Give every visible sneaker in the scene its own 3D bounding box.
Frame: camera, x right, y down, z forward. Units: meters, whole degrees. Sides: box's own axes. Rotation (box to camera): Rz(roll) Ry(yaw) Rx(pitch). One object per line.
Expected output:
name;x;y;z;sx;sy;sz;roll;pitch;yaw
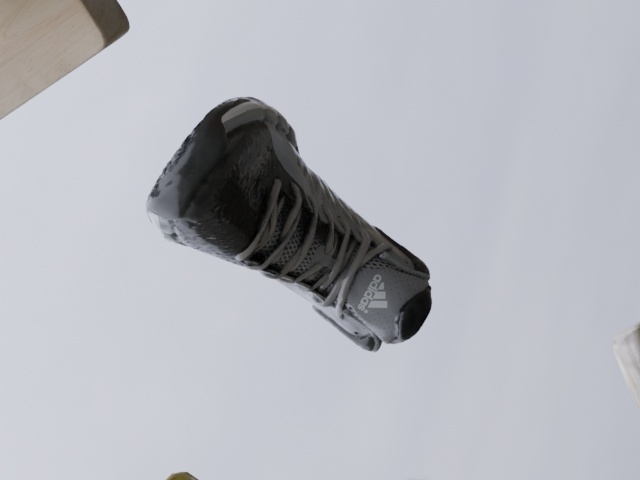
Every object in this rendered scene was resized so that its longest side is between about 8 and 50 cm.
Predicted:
sneaker;0.000;0.000;1.008;0.086;0.132;0.229;-54;-14;4

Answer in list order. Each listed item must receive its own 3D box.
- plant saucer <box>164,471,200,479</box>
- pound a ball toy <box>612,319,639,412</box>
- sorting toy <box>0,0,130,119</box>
plant saucer;-0.002;0.290;0.664;0.333;0.081;0.332;59;-141;-59
pound a ball toy;0.260;0.124;0.593;0.319;0.208;0.136;63;-160;6
sorting toy;-0.236;-0.217;1.268;0.089;0.257;0.255;-37;-81;-35
